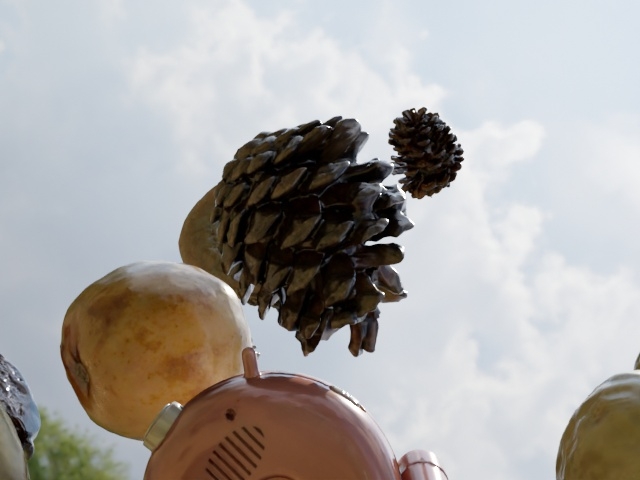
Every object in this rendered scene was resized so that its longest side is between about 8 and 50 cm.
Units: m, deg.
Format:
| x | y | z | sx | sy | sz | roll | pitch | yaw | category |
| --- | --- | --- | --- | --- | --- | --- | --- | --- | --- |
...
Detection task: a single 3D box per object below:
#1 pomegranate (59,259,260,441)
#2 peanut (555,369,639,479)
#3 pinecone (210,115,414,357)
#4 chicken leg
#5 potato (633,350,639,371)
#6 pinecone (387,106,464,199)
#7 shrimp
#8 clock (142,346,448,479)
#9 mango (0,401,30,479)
| x | y | z | sx | sy | sz | roll | pitch | yaw | category |
| --- | --- | --- | --- | --- | --- | --- | --- | --- | --- |
| -0.172 | 0.111 | 1.317 | 0.207 | 0.207 | 0.207 | 42 | -39 | 46 | pomegranate |
| 0.280 | 0.251 | 0.881 | 0.158 | 0.174 | 0.340 | -31 | 102 | -74 | peanut |
| -0.002 | -0.004 | 1.122 | 0.205 | 0.179 | 0.184 | 57 | -9 | 29 | pinecone |
| -0.390 | 0.155 | 1.426 | 0.253 | 0.106 | 0.051 | 44 | -78 | 29 | chicken leg |
| 0.480 | 0.177 | 1.586 | 0.200 | 0.137 | 0.155 | 118 | -38 | -50 | potato |
| 0.129 | -0.111 | 1.546 | 0.102 | 0.102 | 0.109 | 19 | -58 | 59 | pinecone |
| -0.078 | 0.005 | 1.550 | 0.219 | 0.152 | 0.046 | 32 | -5 | 31 | shrimp |
| -0.043 | 0.222 | 1.053 | 0.241 | 0.227 | 0.142 | 36 | 6 | -2 | clock |
| -0.298 | 0.275 | 0.692 | 0.301 | 0.445 | 0.220 | 27 | 2 | 15 | mango |
